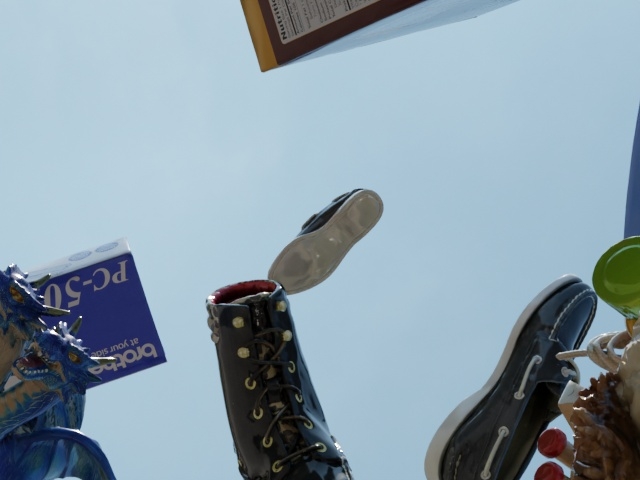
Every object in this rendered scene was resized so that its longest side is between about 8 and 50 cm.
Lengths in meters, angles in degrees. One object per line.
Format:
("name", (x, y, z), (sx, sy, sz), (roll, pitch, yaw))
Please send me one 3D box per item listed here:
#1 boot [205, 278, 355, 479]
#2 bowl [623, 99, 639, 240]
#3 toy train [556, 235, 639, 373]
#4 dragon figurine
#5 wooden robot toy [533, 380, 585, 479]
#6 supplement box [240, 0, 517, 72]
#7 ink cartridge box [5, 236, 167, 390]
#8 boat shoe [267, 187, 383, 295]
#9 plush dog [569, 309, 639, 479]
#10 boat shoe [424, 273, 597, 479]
("boot", (-0.034, 0.133, 1.105), (0.236, 0.085, 0.178), (-151, -133, -74))
("bowl", (0.374, -0.098, 1.393), (0.077, 0.391, 0.391), (10, -62, 21))
("toy train", (0.207, 0.050, 0.842), (0.248, 0.105, 0.143), (1, -32, 46))
("dragon figurine", (-0.166, 0.122, 0.811), (0.085, 0.144, 0.289), (59, -6, 34))
("wooden robot toy", (0.192, 0.163, 0.923), (0.079, 0.173, 0.076), (-21, -46, 37))
("supplement box", (0.071, -0.198, 0.807), (0.194, 0.191, 0.129), (-13, -85, 54))
("ink cartridge box", (-0.232, 0.078, 1.075), (0.046, 0.207, 0.097), (-130, -157, -69))
("boat shoe", (0.000, 0.000, 1.214), (0.046, 0.125, 0.038), (49, -14, -18))
("plush dog", (0.239, 0.086, 0.627), (0.225, 0.262, 0.210), (45, -2, 35))
("boat shoe", (0.237, 0.169, 1.556), (0.091, 0.302, 0.114), (21, -23, 38))
